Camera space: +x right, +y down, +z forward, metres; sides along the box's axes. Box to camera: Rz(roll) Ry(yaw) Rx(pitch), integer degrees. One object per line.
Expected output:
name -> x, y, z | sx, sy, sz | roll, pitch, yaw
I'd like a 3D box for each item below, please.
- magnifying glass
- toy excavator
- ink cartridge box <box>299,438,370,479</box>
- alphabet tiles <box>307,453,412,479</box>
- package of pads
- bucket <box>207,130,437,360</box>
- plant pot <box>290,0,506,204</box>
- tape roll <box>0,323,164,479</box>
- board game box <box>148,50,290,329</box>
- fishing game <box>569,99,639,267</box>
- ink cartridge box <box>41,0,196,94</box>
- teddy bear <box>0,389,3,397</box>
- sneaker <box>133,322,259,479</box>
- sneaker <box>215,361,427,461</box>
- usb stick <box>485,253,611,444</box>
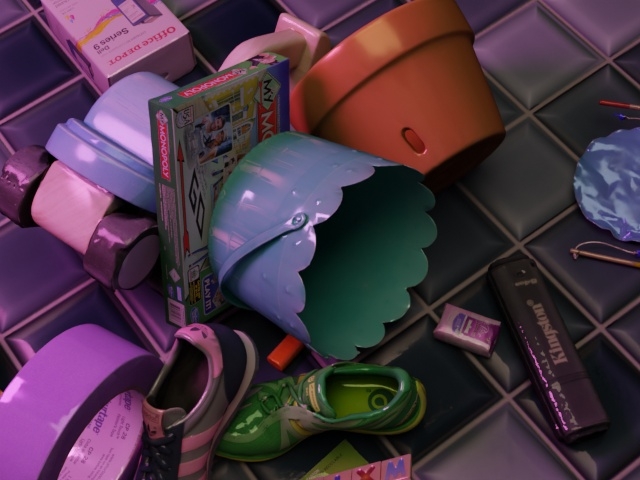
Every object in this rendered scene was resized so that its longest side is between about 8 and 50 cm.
magnifying glass -> 0.011, 0.090, 1.584 | 0.092, 0.026, 0.231 | 34, 65, 21
toy excavator -> -0.174, -0.152, 1.600 | 0.222, 0.433, 0.445 | 33, 95, 21
ink cartridge box -> 0.051, 0.372, 1.373 | 0.189, 0.097, 0.255 | -40, 66, -18
alphabet tiles -> -0.003, 0.355, 1.356 | 0.237, 0.009, 0.198 | -18, 32, 18
package of pads -> 0.199, 0.123, 1.547 | 0.083, 0.032, 0.050 | 20, 65, 14
bucket -> 0.000, 0.000, 1.470 | 0.183, 0.281, 0.281 | 26, 63, 34
plant pot -> 0.124, -0.174, 1.603 | 0.291, 0.291, 0.203 | -30, 80, -14
tape roll -> -0.298, 0.241, 1.366 | 0.090, 0.275, 0.275 | 25, 64, 17
board game box -> -0.122, -0.064, 1.478 | 0.046, 0.317, 0.213 | 22, 37, 33
fishing game -> 0.461, -0.078, 1.647 | 0.189, 0.041, 0.264 | 8, 69, 8
ink cartridge box -> -0.320, -0.330, 1.809 | 0.154, 0.093, 0.212 | -33, 65, -16
teddy bear -> -0.534, 0.192, 1.505 | 0.245, 0.113, 0.338 | -31, 62, -12
sneaker -> -0.189, 0.248, 1.391 | 0.112, 0.131, 0.319 | 16, 84, 32
sneaker -> -0.015, 0.203, 1.454 | 0.296, 0.123, 0.109 | -12, 59, 4
usb stick -> 0.301, 0.142, 1.522 | 0.077, 0.045, 0.278 | -17, 60, -6
